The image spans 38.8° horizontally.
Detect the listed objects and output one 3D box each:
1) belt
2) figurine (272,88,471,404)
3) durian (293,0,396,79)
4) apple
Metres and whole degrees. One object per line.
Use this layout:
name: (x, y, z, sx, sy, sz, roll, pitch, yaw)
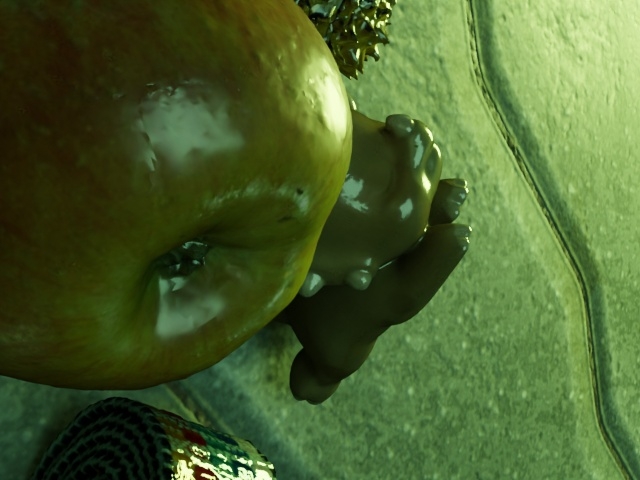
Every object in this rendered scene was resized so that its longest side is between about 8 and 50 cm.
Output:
belt: (-0.129, 0.245, 0.616, 0.150, 0.207, 0.258, 29, 55, -38)
figurine: (0.003, -0.005, 0.741, 0.173, 0.247, 0.177, 27, 54, -11)
durian: (-0.044, -0.188, 0.734, 0.249, 0.138, 0.183, -34, 122, -30)
apple: (-0.125, -0.049, 0.540, 0.301, 0.301, 0.302, -1, 92, -42)
